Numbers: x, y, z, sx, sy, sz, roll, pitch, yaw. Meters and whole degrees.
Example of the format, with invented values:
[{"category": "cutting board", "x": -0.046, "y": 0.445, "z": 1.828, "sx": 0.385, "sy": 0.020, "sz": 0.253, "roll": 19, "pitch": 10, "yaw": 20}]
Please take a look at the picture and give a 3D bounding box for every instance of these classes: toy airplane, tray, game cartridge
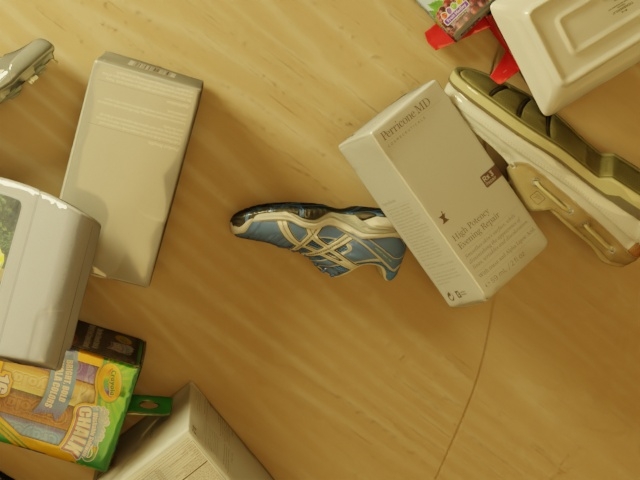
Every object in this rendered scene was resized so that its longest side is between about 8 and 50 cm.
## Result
[{"category": "toy airplane", "x": 0.198, "y": -0.242, "z": 1.751, "sx": 0.151, "sy": 0.028, "sz": 0.151, "roll": 0, "pitch": 92, "yaw": -1}, {"category": "tray", "x": 0.334, "y": -0.266, "z": 1.730, "sx": 0.270, "sy": 0.030, "sz": 0.145, "roll": -31, "pitch": 101, "yaw": -12}, {"category": "game cartridge", "x": -0.389, "y": 0.024, "z": 1.671, "sx": 0.294, "sy": 0.060, "sz": 0.196, "roll": 7, "pitch": 74, "yaw": 21}]

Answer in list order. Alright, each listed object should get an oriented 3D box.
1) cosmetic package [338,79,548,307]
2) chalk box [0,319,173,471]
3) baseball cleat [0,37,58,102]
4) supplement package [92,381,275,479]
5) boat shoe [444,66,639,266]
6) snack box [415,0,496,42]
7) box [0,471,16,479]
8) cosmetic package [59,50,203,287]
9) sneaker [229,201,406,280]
[{"category": "cosmetic package", "x": 0.139, "y": -0.051, "z": 1.726, "sx": 0.117, "sy": 0.085, "sz": 0.231, "roll": -41, "pitch": 100, "yaw": -26}, {"category": "chalk box", "x": -0.275, "y": 0.171, "z": 1.747, "sx": 0.213, "sy": 0.132, "sz": 0.132, "roll": 19, "pitch": 98, "yaw": -6}, {"category": "baseball cleat", "x": -0.398, "y": -0.178, "z": 1.706, "sx": 0.206, "sy": 0.072, "sz": 0.109, "roll": -39, "pitch": 94, "yaw": 0}, {"category": "supplement package", "x": -0.142, "y": 0.304, "z": 1.749, "sx": 0.149, "sy": 0.194, "sz": 0.203, "roll": -38, "pitch": 100, "yaw": 4}, {"category": "boat shoe", "x": 0.255, "y": -0.079, "z": 1.746, "sx": 0.302, "sy": 0.113, "sz": 0.103, "roll": 36, "pitch": 118, "yaw": 4}, {"category": "snack box", "x": 0.168, "y": -0.308, "z": 1.722, "sx": 0.141, "sy": 0.037, "sz": 0.100, "roll": -43, "pitch": 77, "yaw": 4}, {"category": "box", "x": -0.319, "y": 0.415, "z": 1.812, "sx": 0.290, "sy": 0.087, "sz": 0.169, "roll": 34, "pitch": 96, "yaw": -9}, {"category": "cosmetic package", "x": -0.219, "y": -0.078, "z": 1.722, "sx": 0.127, "sy": 0.107, "sz": 0.238, "roll": 17, "pitch": 102, "yaw": -6}, {"category": "sneaker", "x": 0.000, "y": 0.000, "z": 1.761, "sx": 0.211, "sy": 0.080, "sz": 0.081, "roll": 5, "pitch": 98, "yaw": -5}]
